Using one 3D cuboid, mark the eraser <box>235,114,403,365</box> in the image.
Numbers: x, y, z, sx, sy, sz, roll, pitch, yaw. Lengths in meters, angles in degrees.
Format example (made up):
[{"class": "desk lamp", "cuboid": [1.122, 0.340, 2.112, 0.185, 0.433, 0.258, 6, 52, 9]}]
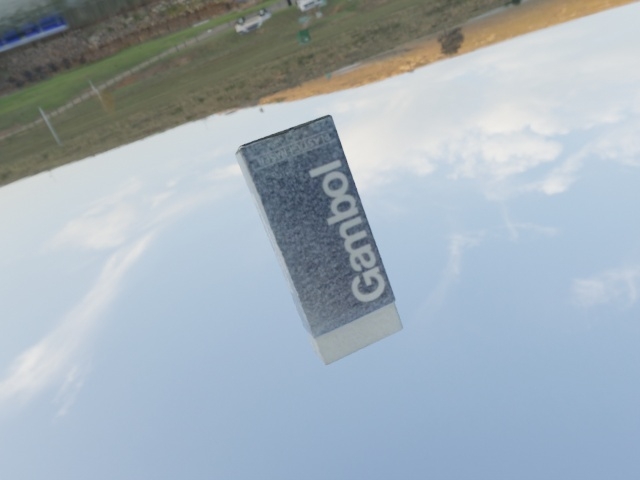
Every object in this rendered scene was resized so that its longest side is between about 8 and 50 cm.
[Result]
[{"class": "eraser", "cuboid": [0.000, 0.000, 0.502, 0.091, 0.213, 0.046, -22, -171, -13]}]
